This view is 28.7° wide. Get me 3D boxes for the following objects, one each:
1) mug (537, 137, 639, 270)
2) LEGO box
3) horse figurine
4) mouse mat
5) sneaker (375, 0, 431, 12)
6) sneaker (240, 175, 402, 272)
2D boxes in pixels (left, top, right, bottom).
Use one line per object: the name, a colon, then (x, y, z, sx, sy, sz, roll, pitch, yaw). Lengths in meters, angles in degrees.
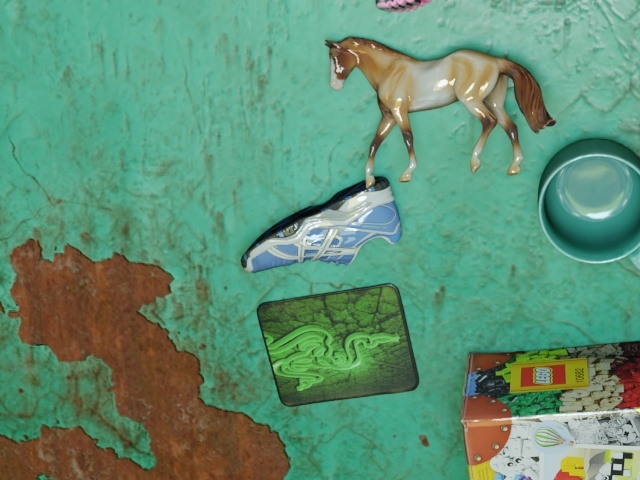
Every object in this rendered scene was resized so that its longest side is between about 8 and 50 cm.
mug: (0.316, -0.038, 1.431, 0.130, 0.097, 0.157, -7, 110, 12)
LEGO box: (0.390, 0.380, 1.525, 0.373, 0.193, 0.500, -7, 109, 12)
horse figurine: (0.138, -0.155, 1.421, 0.263, 0.066, 0.174, -5, 83, 20)
mouse mat: (0.022, 0.136, 1.601, 0.190, 0.007, 0.152, -9, 109, 14)
sneaker: (0.114, -0.296, 1.405, 0.119, 0.047, 0.057, -20, 84, 16)
sneaker: (0.000, 0.000, 1.512, 0.211, 0.080, 0.081, -23, 103, 18)
